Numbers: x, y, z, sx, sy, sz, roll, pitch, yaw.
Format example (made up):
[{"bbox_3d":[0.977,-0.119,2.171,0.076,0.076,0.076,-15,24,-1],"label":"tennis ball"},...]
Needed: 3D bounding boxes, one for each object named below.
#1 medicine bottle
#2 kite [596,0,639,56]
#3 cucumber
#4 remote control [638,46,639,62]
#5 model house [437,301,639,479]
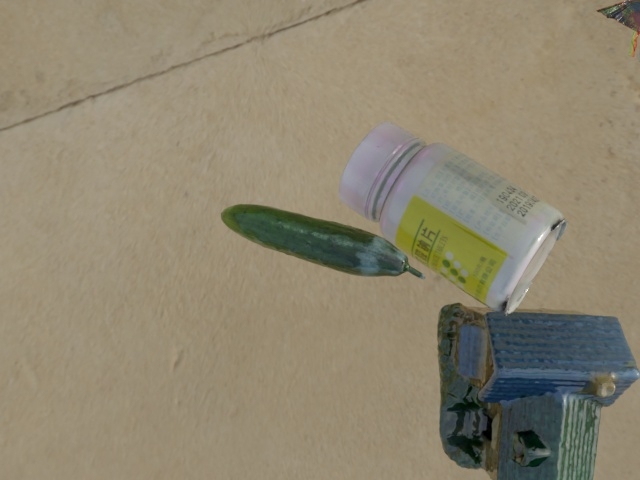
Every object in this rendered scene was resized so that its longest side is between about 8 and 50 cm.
[{"bbox_3d":[0.236,-0.050,1.447,0.378,0.213,0.214,34,101,21],"label":"medicine bottle"},{"bbox_3d":[0.657,-0.443,1.624,0.190,0.010,0.159,29,71,-1],"label":"kite"},{"bbox_3d":[0.000,0.000,0.900,0.250,0.056,0.056,15,103,9],"label":"cucumber"},{"bbox_3d":[0.660,-0.340,1.318,0.050,0.344,0.145,-2,113,-15],"label":"remote control"},{"bbox_3d":[0.435,0.336,1.648,0.334,0.342,0.382,3,94,-6],"label":"model house"}]
